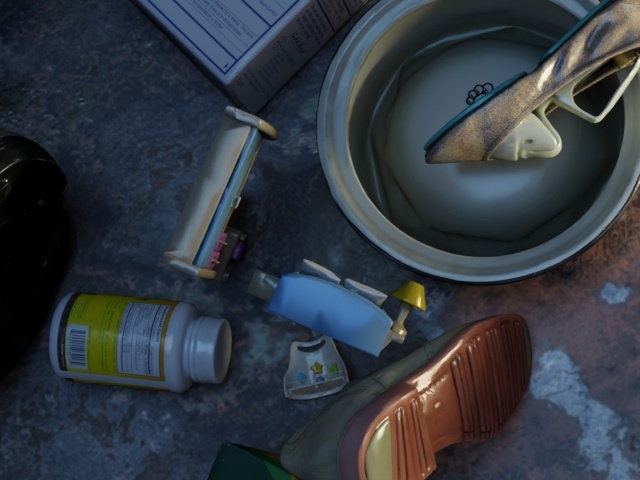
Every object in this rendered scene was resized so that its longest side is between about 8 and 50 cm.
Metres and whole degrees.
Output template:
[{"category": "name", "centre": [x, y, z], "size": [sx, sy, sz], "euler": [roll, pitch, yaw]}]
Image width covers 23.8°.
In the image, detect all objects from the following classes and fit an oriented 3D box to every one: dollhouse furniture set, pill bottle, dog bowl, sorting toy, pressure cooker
[{"category": "dollhouse furniture set", "centre": [0.000, 0.000, 1.842], "size": [0.303, 0.286, 0.198], "euler": [24, 89, 5]}, {"category": "pill bottle", "centre": [-0.227, 0.131, 1.930], "size": [0.215, 0.117, 0.117], "euler": [5, 79, 12]}, {"category": "dog bowl", "centre": [0.207, -0.131, 1.885], "size": [0.408, 0.150, 0.408], "euler": [-3, 77, 12]}, {"category": "sorting toy", "centre": [-0.006, 0.158, 1.922], "size": [0.083, 0.045, 0.075], "euler": [-14, 68, 9]}, {"category": "pressure cooker", "centre": [-0.574, -0.010, 1.910], "size": [0.420, 0.375, 0.370], "euler": [21, 58, 15]}]

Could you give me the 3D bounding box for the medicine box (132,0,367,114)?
[{"category": "medicine box", "centre": [-0.093, -0.365, 1.997], "size": [0.289, 0.149, 0.263], "euler": [-45, 73, -1]}]

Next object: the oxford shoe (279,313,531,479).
[{"category": "oxford shoe", "centre": [0.109, 0.175, 1.760], "size": [0.147, 0.397, 0.140], "euler": [2, 106, 39]}]

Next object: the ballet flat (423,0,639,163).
[{"category": "ballet flat", "centre": [0.267, -0.162, 1.751], "size": [0.316, 0.107, 0.106], "euler": [-38, 80, 3]}]

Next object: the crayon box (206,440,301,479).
[{"category": "crayon box", "centre": [0.047, 0.333, 1.725], "size": [0.323, 0.203, 0.083], "euler": [22, 89, 40]}]
